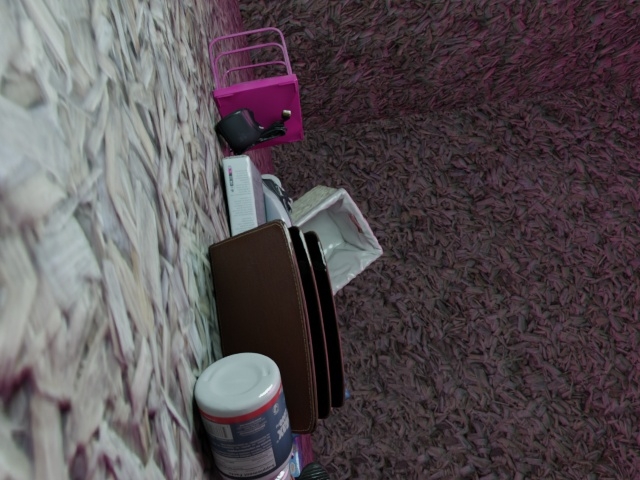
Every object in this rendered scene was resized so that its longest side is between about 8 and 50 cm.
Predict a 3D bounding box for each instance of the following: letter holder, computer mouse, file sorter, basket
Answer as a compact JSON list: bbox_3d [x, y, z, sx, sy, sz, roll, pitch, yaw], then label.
[{"bbox_3d":[-0.041,0.130,0.791,0.215,0.152,0.301,-18,-102,46],"label":"letter holder"},{"bbox_3d":[-0.148,-0.269,1.222,0.060,0.184,0.262,61,-3,4],"label":"computer mouse"},{"bbox_3d":[-0.169,-0.399,1.342,0.290,0.202,0.182,86,-8,-72],"label":"file sorter"},{"bbox_3d":[0.000,0.000,1.968,0.328,0.331,0.266,56,-12,-23],"label":"basket"}]

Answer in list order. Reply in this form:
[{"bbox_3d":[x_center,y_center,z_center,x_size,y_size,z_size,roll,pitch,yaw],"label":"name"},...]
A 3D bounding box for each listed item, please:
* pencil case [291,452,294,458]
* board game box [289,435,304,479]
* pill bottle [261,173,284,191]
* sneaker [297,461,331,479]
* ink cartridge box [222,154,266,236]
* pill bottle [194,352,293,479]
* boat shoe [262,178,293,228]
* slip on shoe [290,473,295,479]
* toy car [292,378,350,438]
[{"bbox_3d":[-0.102,0.293,0.905,0.086,0.088,0.205,101,-16,-52],"label":"pencil case"},{"bbox_3d":[-0.081,0.711,1.640,0.211,0.039,0.160,84,-3,-55],"label":"board game box"},{"bbox_3d":[-0.174,-0.125,1.727,0.221,0.121,0.121,84,-3,-62],"label":"pill bottle"},{"bbox_3d":[-0.032,0.801,1.548,0.146,0.123,0.330,-121,-151,-68],"label":"sneaker"},{"bbox_3d":[-0.172,-0.023,1.244,0.324,0.072,0.329,170,-86,-88],"label":"ink cartridge box"},{"bbox_3d":[-0.092,0.249,0.649,0.108,0.108,0.180,-102,-176,-65],"label":"pill bottle"},{"bbox_3d":[-0.129,-0.104,1.467,0.301,0.102,0.108,48,-44,51],"label":"boat shoe"},{"bbox_3d":[-0.080,0.653,1.241,0.041,0.052,0.135,-34,-113,44],"label":"slip on shoe"},{"bbox_3d":[-0.070,0.426,1.519,0.238,0.219,0.210,52,2,-5],"label":"toy car"}]
